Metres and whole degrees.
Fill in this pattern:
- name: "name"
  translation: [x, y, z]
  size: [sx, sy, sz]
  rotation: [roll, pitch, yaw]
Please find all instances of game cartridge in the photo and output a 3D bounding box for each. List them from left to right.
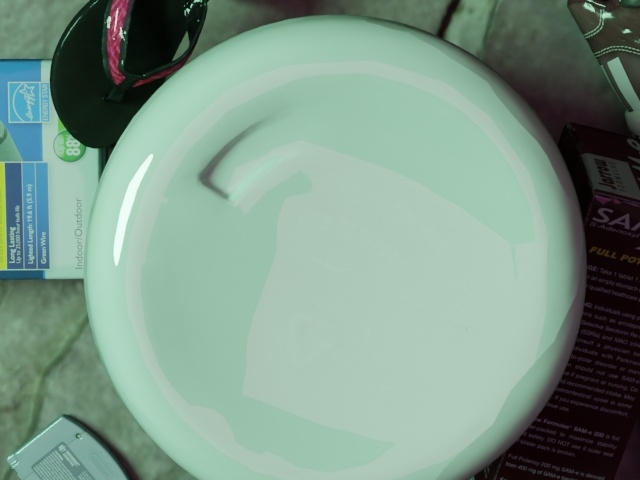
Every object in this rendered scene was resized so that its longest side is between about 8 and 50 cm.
- name: "game cartridge"
  translation: [-0.155, 0.156, 1.039]
  size: [0.056, 0.017, 0.083]
  rotation: [-37, 97, 4]

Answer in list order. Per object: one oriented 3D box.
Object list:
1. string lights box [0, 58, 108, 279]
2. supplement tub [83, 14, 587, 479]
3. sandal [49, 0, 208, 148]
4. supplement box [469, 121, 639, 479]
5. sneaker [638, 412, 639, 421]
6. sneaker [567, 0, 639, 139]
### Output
- name: "string lights box"
  translation: [-0.262, -0.044, 0.982]
  size: [0.260, 0.077, 0.133]
  rotation: [-1, 96, -3]
- name: "supplement tub"
  translation: [0.000, 0.000, 0.876]
  size: [0.235, 0.325, 0.235]
  rotation: [0, 96, -3]
- name: "sandal"
  translation: [-0.093, -0.127, 0.909]
  size: [0.067, 0.040, 0.179]
  rotation: [26, 107, -35]
- name: "supplement box"
  translation: [0.149, 0.065, 0.961]
  size: [0.073, 0.130, 0.239]
  rotation: [14, 112, -4]
- name: "sneaker"
  translation: [0.318, 0.162, 1.012]
  size: [0.208, 0.127, 0.319]
  rotation: [-9, 97, -1]
- name: "sneaker"
  translation: [0.276, -0.191, 0.986]
  size: [0.281, 0.106, 0.162]
  rotation: [-36, 93, 1]
